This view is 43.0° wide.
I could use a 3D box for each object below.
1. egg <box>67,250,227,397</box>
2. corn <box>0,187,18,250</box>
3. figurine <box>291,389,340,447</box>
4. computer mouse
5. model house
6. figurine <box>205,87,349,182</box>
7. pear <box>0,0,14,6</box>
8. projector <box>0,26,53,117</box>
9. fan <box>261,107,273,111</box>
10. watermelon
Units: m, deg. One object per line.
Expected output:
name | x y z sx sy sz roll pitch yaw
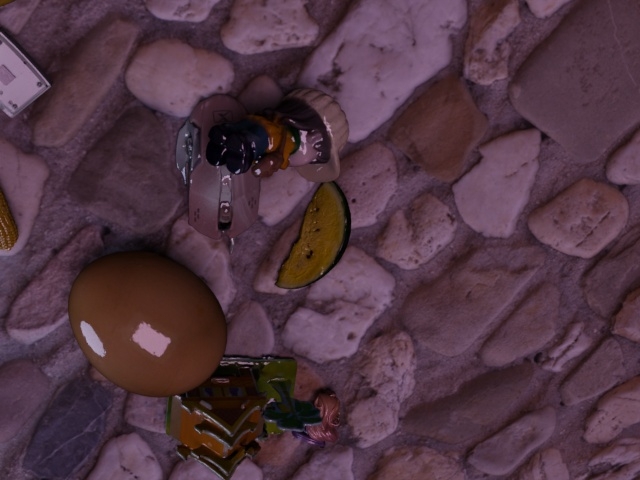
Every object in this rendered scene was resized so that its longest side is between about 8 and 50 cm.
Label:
egg | -0.386 0.185 1.814 0.374 0.301 0.301 37 99 -16
corn | -0.715 -0.086 1.737 0.080 0.080 0.238 -20 118 -6
figurine | 0.007 0.477 2.144 0.126 0.114 0.157 30 100 -42
computer mouse | -0.221 -0.134 1.829 0.200 0.115 0.388 -4 112 -10
model house | -0.186 0.460 1.979 0.358 0.313 0.242 4 113 -18
figurine | -0.077 -0.233 1.730 0.332 0.185 0.204 1 110 -52
pear | -0.635 -0.555 1.462 0.281 0.280 0.280 -5 113 -13
projector | -0.642 -0.341 1.659 0.115 0.061 0.147 -38 115 4
fan | -0.106 -0.282 1.851 0.083 0.004 0.056 -31 113 -8
watermelon | 0.000 0.000 1.957 0.129 0.123 0.301 24 103 0
